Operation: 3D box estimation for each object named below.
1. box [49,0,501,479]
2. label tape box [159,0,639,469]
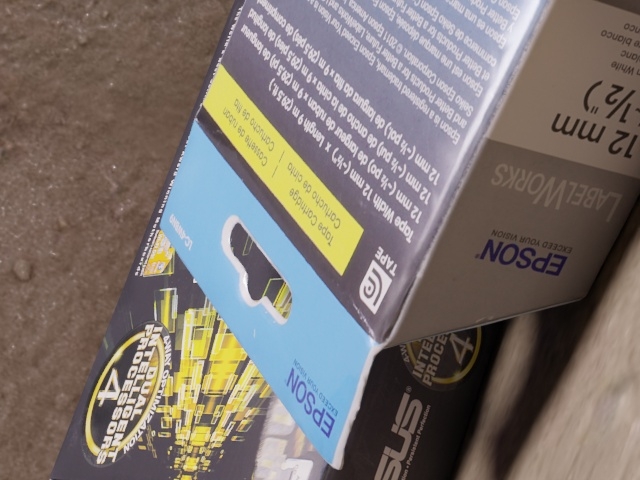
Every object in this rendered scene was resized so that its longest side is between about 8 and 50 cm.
[{"bbox_3d":[0.000,0.000,1.137,0.318,0.097,0.395,-3,62,54],"label":"box"},{"bbox_3d":[0.061,-0.090,0.918,0.249,0.115,0.348,50,123,51],"label":"label tape box"}]
